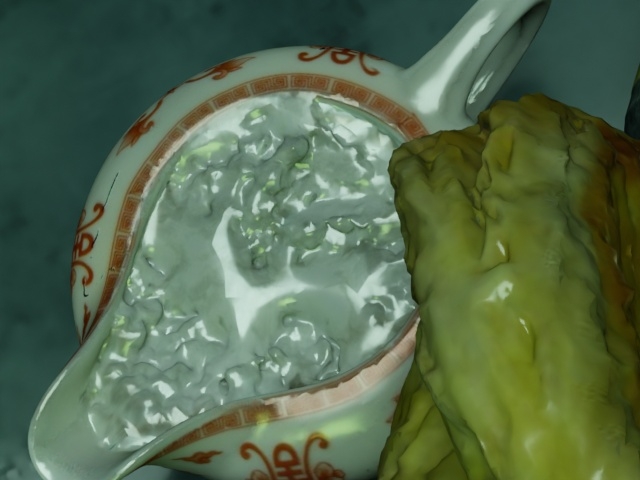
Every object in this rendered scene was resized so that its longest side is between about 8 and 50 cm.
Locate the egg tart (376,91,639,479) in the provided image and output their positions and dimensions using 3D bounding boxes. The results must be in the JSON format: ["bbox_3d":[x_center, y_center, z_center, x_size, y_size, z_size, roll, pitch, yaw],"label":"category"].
[{"bbox_3d":[0.118,0.101,0.557,0.128,0.319,0.319,-43,72,23],"label":"egg tart"}]

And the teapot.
[{"bbox_3d":[0.000,0.000,0.667,0.159,0.116,0.245,32,83,27],"label":"teapot"}]

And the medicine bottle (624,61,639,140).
[{"bbox_3d":[0.211,-0.147,0.661,0.141,0.141,0.293,16,77,11],"label":"medicine bottle"}]
